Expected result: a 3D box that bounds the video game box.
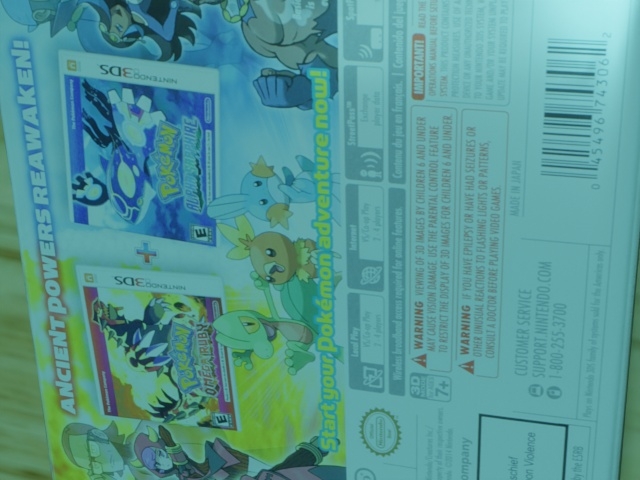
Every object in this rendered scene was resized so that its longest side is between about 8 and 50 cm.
[{"bbox_3d":[0.000,0.000,0.366,0.187,0.048,0.205,6,115,14],"label":"video game box"}]
